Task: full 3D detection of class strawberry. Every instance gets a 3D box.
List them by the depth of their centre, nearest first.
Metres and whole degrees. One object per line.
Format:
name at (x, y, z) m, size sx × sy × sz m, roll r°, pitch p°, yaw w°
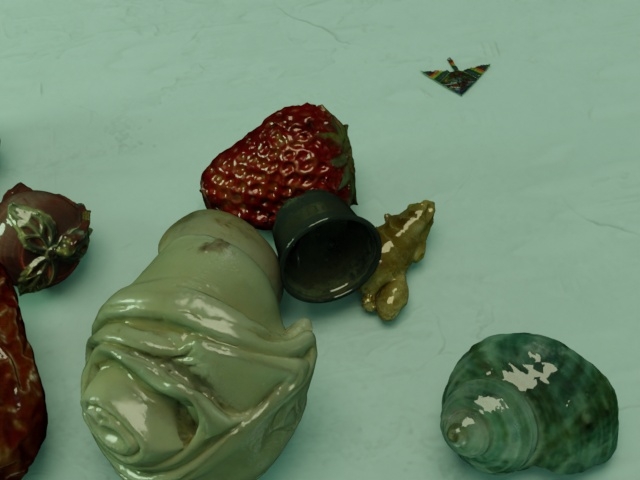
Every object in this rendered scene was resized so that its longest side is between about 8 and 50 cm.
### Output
strawberry at (-0.069, -0.097, 1.954) m, size 0.244 × 0.205 × 0.205 m, roll -13°, pitch 54°, yaw 10°

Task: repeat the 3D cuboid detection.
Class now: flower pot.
flower pot at (0.000, 0.000, 1.845) m, size 0.157 × 0.157 × 0.107 m, roll -18°, pitch 40°, yaw -9°

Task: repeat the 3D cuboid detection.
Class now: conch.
conch at (0.266, 0.230, 1.720) m, size 0.277 × 0.195 × 0.220 m, roll -5°, pitch 58°, yaw -40°

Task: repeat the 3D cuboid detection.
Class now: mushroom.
mushroom at (-0.156, 0.062, 1.849) m, size 0.206 × 0.206 × 0.209 m, roll 27°, pitch 83°, yaw 20°

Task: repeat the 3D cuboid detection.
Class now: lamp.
lamp at (-0.455, 0.007, 1.931) m, size 0.215 × 0.151 × 0.223 m, roll -34°, pitch 17°, yaw -25°

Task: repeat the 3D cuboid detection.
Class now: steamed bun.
steamed bun at (-0.180, 0.184, 1.654) m, size 0.310 × 0.324 × 0.219 m, roll 46°, pitch 25°, yaw 11°

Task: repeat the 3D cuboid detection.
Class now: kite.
kite at (0.235, -0.281, 2.169) m, size 0.122 × 0.004 × 0.090 m, roll -10°, pitch 55°, yaw -5°

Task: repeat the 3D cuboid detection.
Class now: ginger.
ginger at (0.098, 0.020, 1.921) m, size 0.115 × 0.081 × 0.205 m, roll 9°, pitch 61°, yaw 30°

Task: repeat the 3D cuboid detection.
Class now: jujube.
jujube at (-0.487, 0.175, 1.761) m, size 0.216 × 0.216 × 0.342 m, roll -10°, pitch 57°, yaw -4°
